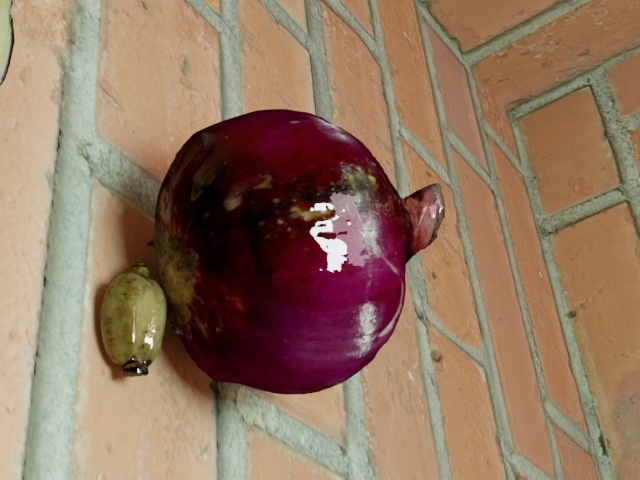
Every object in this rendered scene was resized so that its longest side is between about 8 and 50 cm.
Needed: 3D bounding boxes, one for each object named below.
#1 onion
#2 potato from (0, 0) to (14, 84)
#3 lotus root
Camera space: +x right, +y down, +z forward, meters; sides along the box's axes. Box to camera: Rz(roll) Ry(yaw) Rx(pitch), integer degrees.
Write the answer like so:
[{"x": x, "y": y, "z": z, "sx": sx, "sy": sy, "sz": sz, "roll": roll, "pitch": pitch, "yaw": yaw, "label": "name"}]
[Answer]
[{"x": 0.000, "y": 0.000, "z": 1.269, "sx": 0.385, "sy": 0.348, "sz": 0.348, "roll": -13, "pitch": 76, "yaw": -28, "label": "onion"}, {"x": -0.387, "y": -0.196, "z": 1.027, "sx": 0.117, "sy": 0.182, "sz": 0.202, "roll": 20, "pitch": 18, "yaw": 6, "label": "potato"}, {"x": -0.206, "y": 0.082, "z": 1.182, "sx": 0.072, "sy": 0.063, "sz": 0.152, "roll": 17, "pitch": 53, "yaw": -24, "label": "lotus root"}]
